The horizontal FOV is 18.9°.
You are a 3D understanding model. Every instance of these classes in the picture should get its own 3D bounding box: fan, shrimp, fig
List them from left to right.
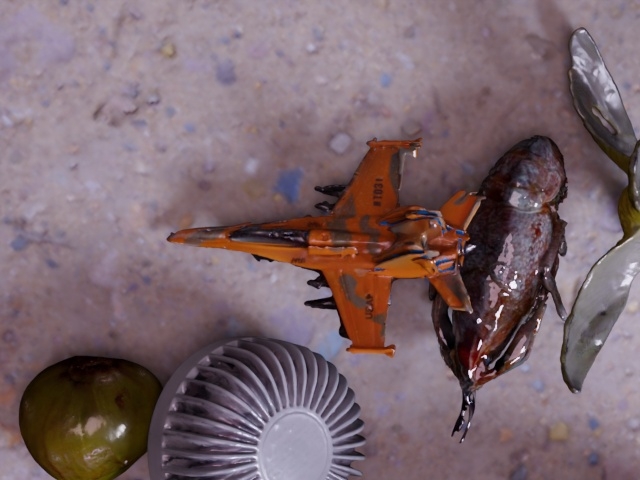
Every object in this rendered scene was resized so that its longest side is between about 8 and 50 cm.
[{"bbox_3d":[-0.137,0.117,1.150,0.084,0.082,0.098,-18,120,-46],"label":"fig"},{"bbox_3d":[-0.011,0.170,1.159,0.130,0.074,0.244,-40,113,-30],"label":"fan"},{"bbox_3d":[0.106,0.029,1.160,0.075,0.073,0.190,10,88,37],"label":"shrimp"}]

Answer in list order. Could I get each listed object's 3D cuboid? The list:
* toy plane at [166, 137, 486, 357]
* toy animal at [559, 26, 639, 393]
[{"bbox_3d":[0.003,0.004,1.148,0.188,0.062,0.135,-2,72,23],"label":"toy plane"},{"bbox_3d":[0.209,-0.005,1.134,0.155,0.095,0.219,20,70,-28],"label":"toy animal"}]
